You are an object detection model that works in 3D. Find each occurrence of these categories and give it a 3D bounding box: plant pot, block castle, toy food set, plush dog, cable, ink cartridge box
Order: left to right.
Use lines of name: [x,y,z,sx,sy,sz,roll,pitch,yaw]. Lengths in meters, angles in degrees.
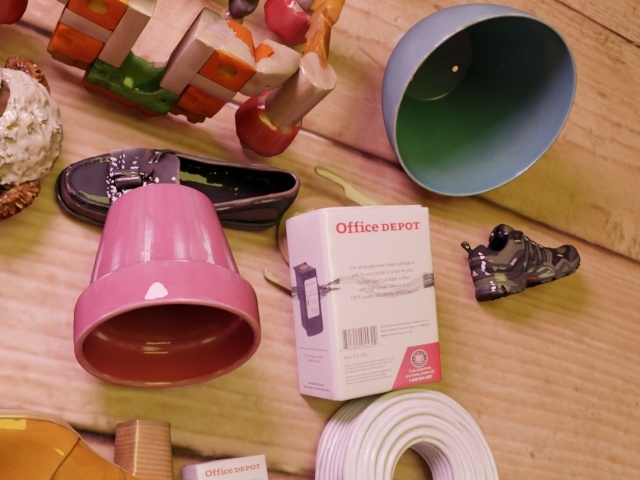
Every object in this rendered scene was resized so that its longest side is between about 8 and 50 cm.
plush dog: [-0.379,-0.145,0.810,0.225,0.211,0.262,30,56,-46]
plant pot: [-0.175,0.044,0.853,0.201,0.201,0.180,9,52,-28]
block castle: [-0.192,-0.319,0.963,0.453,0.213,0.302,24,57,-24]
ink cartridge box: [-0.105,0.313,0.866,0.089,0.052,0.122,0,71,-31]
toy food set: [0.000,0.000,1.064,0.132,0.038,0.192,31,69,-12]
ink cartridge box: [0.058,0.077,0.996,0.172,0.100,0.237,-4,88,-32]
cable: [0.116,0.318,0.975,0.257,0.089,0.257,21,62,-23]
plant pot: [0.213,-0.242,1.163,0.290,0.290,0.195,11,31,-28]

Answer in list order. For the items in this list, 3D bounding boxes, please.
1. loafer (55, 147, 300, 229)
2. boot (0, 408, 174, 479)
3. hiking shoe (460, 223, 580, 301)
loafer: [-0.169,-0.073,0.946,0.303,0.095,0.109,2,69,-29]
boot: [-0.277,0.281,0.743,0.295,0.104,0.211,12,66,-32]
hiking shoe: [0.331,0.020,1.221,0.227,0.086,0.114,-14,83,-33]
